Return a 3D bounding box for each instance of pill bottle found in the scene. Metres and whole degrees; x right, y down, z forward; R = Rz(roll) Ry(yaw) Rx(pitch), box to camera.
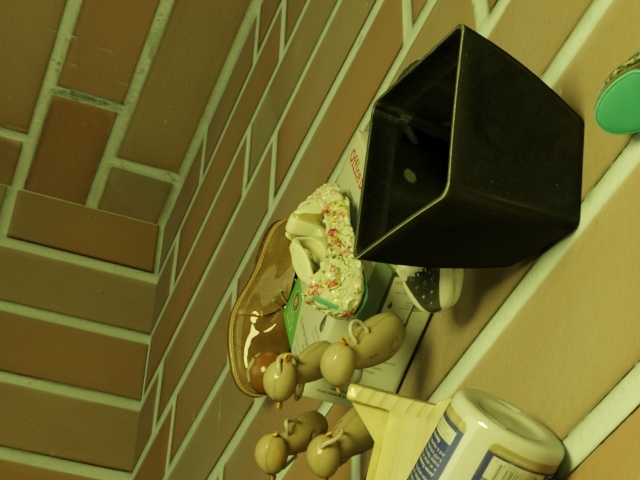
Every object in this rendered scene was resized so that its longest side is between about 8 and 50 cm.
[{"bbox_3d":[0.128,0.239,1.159,0.187,0.112,0.112,-62,17,11],"label":"pill bottle"}]

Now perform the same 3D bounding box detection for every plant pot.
[{"bbox_3d":[0.156,-0.071,1.284,0.187,0.167,0.188,-37,40,57],"label":"plant pot"}]

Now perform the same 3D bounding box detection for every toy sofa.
[{"bbox_3d":[0.079,0.331,1.294,0.150,0.177,0.362,42,-120,-79],"label":"toy sofa"}]

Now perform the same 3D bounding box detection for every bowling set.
[{"bbox_3d":[-0.025,0.206,1.484,0.154,0.200,0.287,-24,-59,-57],"label":"bowling set"}]

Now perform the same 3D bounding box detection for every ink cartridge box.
[{"bbox_3d":[0.064,0.035,1.621,0.211,0.121,0.289,-107,35,-62],"label":"ink cartridge box"}]

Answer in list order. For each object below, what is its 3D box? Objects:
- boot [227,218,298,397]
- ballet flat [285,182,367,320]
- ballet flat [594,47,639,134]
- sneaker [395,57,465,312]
[{"bbox_3d":[-0.069,0.105,2.096,0.115,0.112,0.305,-9,64,62],"label":"boot"},{"bbox_3d":[0.000,0.000,1.508,0.241,0.077,0.091,-106,34,-56],"label":"ballet flat"},{"bbox_3d":[0.299,-0.152,1.089,0.188,0.070,0.070,136,146,-60],"label":"ballet flat"},{"bbox_3d":[0.149,-0.060,1.440,0.110,0.118,0.292,-22,60,54],"label":"sneaker"}]
